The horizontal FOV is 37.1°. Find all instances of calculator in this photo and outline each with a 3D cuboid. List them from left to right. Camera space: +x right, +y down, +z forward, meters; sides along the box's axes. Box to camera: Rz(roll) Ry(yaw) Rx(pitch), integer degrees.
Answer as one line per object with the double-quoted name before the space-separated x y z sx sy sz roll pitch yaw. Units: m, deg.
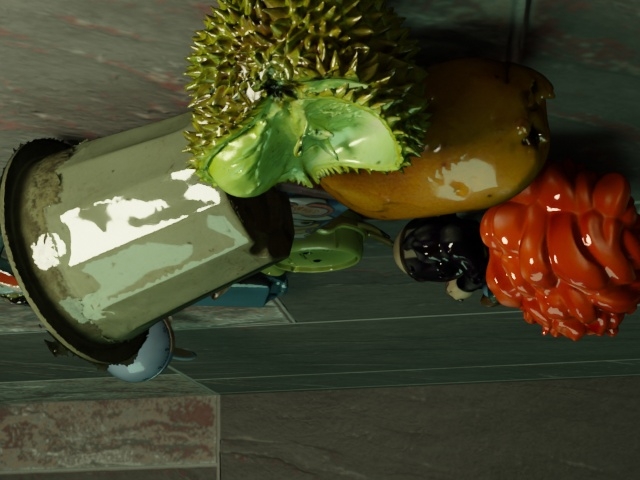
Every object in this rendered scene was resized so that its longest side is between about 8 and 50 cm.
"calculator" -0.203 0.081 1.732 0.293 0.051 0.173 2 164 -8

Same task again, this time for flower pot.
"flower pot" -0.182 -0.027 1.082 0.259 0.290 0.290 -22 157 18

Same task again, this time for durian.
"durian" -0.016 -0.137 0.828 0.200 0.176 0.237 0 171 -36

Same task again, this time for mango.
"mango" 0.112 -0.103 0.989 0.201 0.152 0.287 -29 -165 -37

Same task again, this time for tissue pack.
"tissue pack" -0.042 -0.052 1.286 0.115 0.065 0.155 6 162 -26

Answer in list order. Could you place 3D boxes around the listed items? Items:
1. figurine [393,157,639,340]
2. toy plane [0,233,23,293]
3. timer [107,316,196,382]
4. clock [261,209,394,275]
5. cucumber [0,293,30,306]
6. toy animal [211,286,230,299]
"figurine" 0.284 0.018 1.318 0.306 0.241 0.412 28 166 -29
"toy plane" -0.513 0.005 1.321 0.326 0.104 0.223 14 163 1
"timer" -0.354 0.201 2.003 0.175 0.175 0.255 -13 -173 34
"clock" 0.000 0.000 1.451 0.232 0.069 0.170 -6 162 15
"cucumber" -0.502 0.106 1.778 0.067 0.067 0.245 -8 164 19
"toy animal" -0.242 0.026 1.454 0.233 0.121 0.168 19 139 -27
